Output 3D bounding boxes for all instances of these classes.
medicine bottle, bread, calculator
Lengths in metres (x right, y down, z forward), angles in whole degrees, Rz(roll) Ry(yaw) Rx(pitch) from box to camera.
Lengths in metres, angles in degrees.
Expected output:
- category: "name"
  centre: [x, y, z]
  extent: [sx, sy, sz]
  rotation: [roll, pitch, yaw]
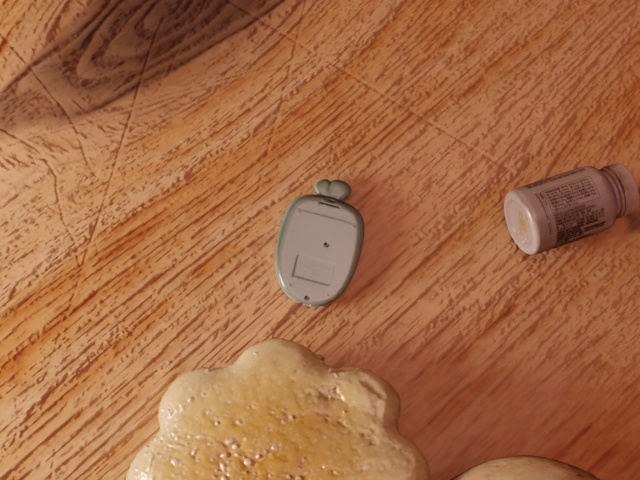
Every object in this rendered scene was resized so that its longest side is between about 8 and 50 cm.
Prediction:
- category: "medicine bottle"
  centre: [0.287, -0.040, 1.562]
  extent: [0.140, 0.079, 0.079]
  rotation: [-19, 76, -14]
- category: "bread"
  centre: [-0.048, 0.242, 1.400]
  extent: [0.316, 0.054, 0.316]
  rotation: [-2, 66, 4]
- category: "calculator"
  centre: [0.000, 0.000, 1.535]
  extent: [0.095, 0.021, 0.153]
  rotation: [15, 74, -4]

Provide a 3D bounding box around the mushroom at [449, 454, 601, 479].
- category: "mushroom"
  centre: [0.185, 0.329, 1.393]
  extent: [0.253, 0.195, 0.189]
  rotation: [-42, 50, -11]
